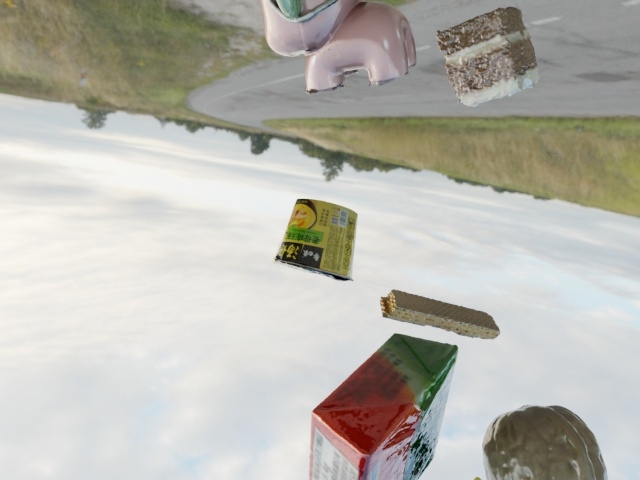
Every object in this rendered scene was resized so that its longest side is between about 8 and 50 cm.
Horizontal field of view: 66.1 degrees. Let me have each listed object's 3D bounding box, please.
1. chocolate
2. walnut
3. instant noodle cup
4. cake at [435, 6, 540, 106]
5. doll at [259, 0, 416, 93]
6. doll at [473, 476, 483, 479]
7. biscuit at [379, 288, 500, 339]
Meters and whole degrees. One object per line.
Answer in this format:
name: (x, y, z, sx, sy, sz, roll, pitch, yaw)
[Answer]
chocolate: (0.127, 0.408, 1.027, 0.161, 0.361, 0.341, 24, -143, 33)
walnut: (0.468, 0.464, 1.039, 0.248, 0.249, 0.248, 9, -168, -2)
instant noodle cup: (0.000, 0.000, 0.854, 0.151, 0.122, 0.151, 16, 174, 2)
cake: (0.301, -0.326, 0.885, 0.134, 0.147, 0.135, -4, -160, 42)
doll: (0.015, -0.372, 0.732, 0.216, 0.269, 0.284, -1, -149, 24)
doll: (0.532, 0.753, 1.383, 0.098, 0.135, 0.241, -7, -166, -17)
biscuit: (0.367, 0.228, 1.504, 0.378, 0.054, 0.094, 15, -149, -11)
